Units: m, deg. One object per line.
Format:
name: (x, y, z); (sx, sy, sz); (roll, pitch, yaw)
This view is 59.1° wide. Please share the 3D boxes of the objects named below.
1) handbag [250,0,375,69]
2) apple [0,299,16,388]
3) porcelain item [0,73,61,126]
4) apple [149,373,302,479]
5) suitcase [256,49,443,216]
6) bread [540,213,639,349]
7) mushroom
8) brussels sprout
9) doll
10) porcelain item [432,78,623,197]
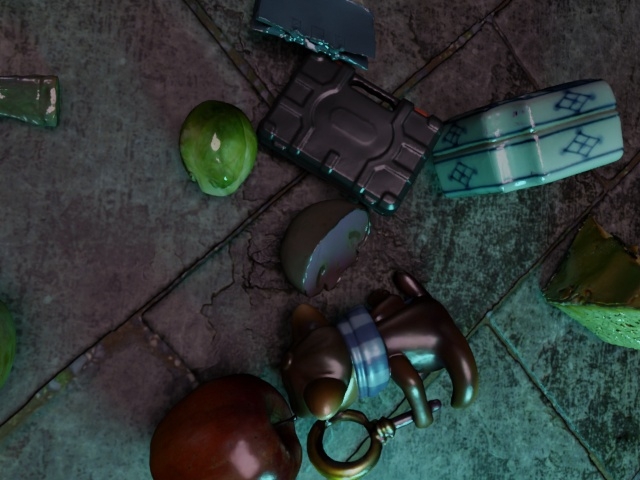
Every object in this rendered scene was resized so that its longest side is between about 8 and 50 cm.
handbag: (-0.010, -0.387, 0.999); (0.221, 0.057, 0.144); (16, 50, -18)
apple: (-0.546, 0.148, 0.733); (0.257, 0.257, 0.233); (32, 97, -15)
porcelain item: (-0.511, -0.220, 0.851); (0.216, 0.069, 0.081); (2, 99, -19)
apple: (-0.140, 0.319, 0.878); (0.234, 0.234, 0.233); (1, 88, -19)
suitcase: (0.053, -0.193, 1.005); (0.286, 0.066, 0.206); (32, 78, 1)
bread: (0.643, 0.074, 1.113); (0.248, 0.315, 0.279); (38, 67, -15)
mushroom: (0.000, 0.000, 0.993); (0.117, 0.141, 0.188); (38, 70, 22)
brussels sprout: (-0.171, -0.155, 0.936); (0.118, 0.155, 0.155); (17, 81, 18)
doll: (0.095, 0.219, 0.988); (0.340, 0.209, 0.317); (-12, 59, -20)
porcelain item: (0.370, -0.186, 1.035); (0.286, 0.281, 0.157); (-17, 95, -16)
